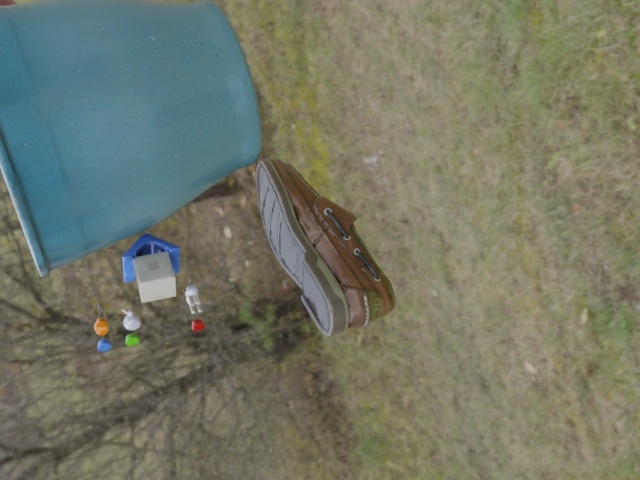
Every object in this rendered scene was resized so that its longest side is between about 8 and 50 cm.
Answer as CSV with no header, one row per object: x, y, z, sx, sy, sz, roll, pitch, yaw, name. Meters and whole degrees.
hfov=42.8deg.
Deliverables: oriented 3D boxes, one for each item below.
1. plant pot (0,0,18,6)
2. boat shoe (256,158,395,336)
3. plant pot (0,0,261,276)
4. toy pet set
-0.453,-0.252,1.086,0.201,0.201,0.180,27,158,54,plant pot
0.000,0.000,1.134,0.111,0.104,0.307,101,149,-50,boat shoe
-0.209,-0.131,0.852,0.272,0.255,0.272,55,156,39,plant pot
-0.196,0.054,0.912,0.114,0.122,0.065,99,154,-47,toy pet set
